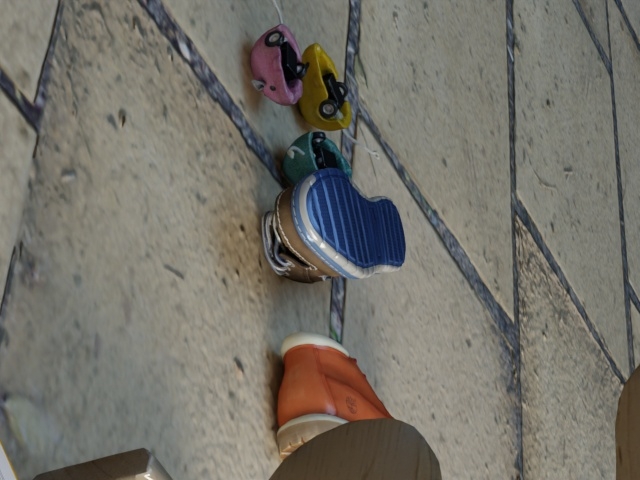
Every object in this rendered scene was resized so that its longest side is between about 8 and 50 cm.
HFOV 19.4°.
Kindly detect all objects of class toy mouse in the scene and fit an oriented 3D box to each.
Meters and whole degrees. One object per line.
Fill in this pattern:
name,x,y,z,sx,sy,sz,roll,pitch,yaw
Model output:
toy mouse,-0.016,-0.083,1.237,0.161,0.031,0.143,63,24,-25

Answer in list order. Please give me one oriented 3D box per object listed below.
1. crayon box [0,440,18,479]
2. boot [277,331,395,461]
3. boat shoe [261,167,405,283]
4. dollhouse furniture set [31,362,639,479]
crayon box,-0.206,0.090,0.584,0.165,0.081,0.278,68,22,-13
boot,0.023,0.111,1.168,0.158,0.059,0.085,40,35,-53
boat shoe,0.000,0.000,1.170,0.183,0.066,0.066,24,55,-70
dollhouse furniture set,0.065,0.202,0.741,0.362,0.394,0.256,58,26,-35
